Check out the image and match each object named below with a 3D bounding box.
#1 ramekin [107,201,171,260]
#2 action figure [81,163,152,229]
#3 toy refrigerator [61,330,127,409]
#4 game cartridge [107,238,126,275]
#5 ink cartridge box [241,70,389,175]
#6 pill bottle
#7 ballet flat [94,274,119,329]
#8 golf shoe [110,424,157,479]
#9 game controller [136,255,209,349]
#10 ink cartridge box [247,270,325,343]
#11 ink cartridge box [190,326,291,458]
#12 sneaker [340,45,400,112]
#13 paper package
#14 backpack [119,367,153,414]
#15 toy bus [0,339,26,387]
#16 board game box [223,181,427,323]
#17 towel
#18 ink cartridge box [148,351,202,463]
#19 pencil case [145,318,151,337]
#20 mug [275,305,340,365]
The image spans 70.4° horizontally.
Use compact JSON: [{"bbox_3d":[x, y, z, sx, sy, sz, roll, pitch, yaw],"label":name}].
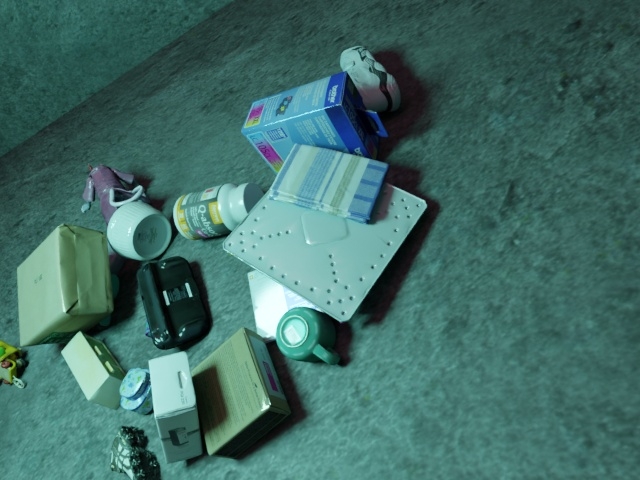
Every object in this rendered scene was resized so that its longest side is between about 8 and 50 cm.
[{"bbox_3d":[-0.623,-0.026,1.594,0.109,0.207,0.207,17,67,29],"label":"ramekin"},{"bbox_3d":[-0.836,-0.187,1.785,0.248,0.275,0.370,-35,71,-18],"label":"action figure"},{"bbox_3d":[-0.677,0.386,1.380,0.270,0.102,0.094,27,74,43],"label":"toy refrigerator"},{"bbox_3d":[-0.857,0.129,1.724,0.196,0.060,0.294,16,67,35],"label":"game cartridge"},{"bbox_3d":[0.006,-0.332,1.374,0.396,0.270,0.151,-9,54,27],"label":"ink cartridge box"},{"bbox_3d":[-0.326,-0.098,1.484,0.279,0.162,0.162,-10,53,27],"label":"pill bottle"},{"bbox_3d":[-0.755,0.216,1.582,0.074,0.074,0.203,-18,56,20],"label":"ballet flat"},{"bbox_3d":[-0.478,0.564,1.149,0.094,0.077,0.198,-56,40,0],"label":"golf shoe"},{"bbox_3d":[-0.451,0.178,1.378,0.167,0.067,0.319,-14,51,-23],"label":"game controller"},{"bbox_3d":[-0.088,0.153,1.211,0.206,0.045,0.208,-21,64,18],"label":"ink cartridge box"},{"bbox_3d":[-0.199,0.362,1.093,0.193,0.088,0.234,-40,45,9],"label":"ink cartridge box"},{"bbox_3d":[0.097,-0.526,1.521,0.210,0.137,0.365,-21,49,-10],"label":"sneaker"},{"bbox_3d":[-0.849,0.160,1.504,0.325,0.168,0.309,-31,64,30],"label":"paper package"},{"bbox_3d":[-0.502,0.415,1.260,0.105,0.084,0.114,-1,60,34],"label":"backpack"},{"bbox_3d":[-1.125,0.427,1.624,0.191,0.202,0.104,-19,18,29],"label":"toy bus"},{"bbox_3d":[0.013,-0.029,1.183,0.390,0.050,0.390,29,66,22],"label":"board game box"},{"bbox_3d":[0.023,-0.157,1.211,0.285,0.034,0.209,15,60,14],"label":"towel"},{"bbox_3d":[-0.340,0.396,1.073,0.092,0.217,0.158,-8,42,-21],"label":"ink cartridge box"},{"bbox_3d":[-0.502,0.229,1.413,0.070,0.064,0.151,-11,51,3],"label":"pencil case"},{"bbox_3d":[-0.029,0.222,1.078,0.158,0.097,0.129,-1,72,26],"label":"mug"}]
